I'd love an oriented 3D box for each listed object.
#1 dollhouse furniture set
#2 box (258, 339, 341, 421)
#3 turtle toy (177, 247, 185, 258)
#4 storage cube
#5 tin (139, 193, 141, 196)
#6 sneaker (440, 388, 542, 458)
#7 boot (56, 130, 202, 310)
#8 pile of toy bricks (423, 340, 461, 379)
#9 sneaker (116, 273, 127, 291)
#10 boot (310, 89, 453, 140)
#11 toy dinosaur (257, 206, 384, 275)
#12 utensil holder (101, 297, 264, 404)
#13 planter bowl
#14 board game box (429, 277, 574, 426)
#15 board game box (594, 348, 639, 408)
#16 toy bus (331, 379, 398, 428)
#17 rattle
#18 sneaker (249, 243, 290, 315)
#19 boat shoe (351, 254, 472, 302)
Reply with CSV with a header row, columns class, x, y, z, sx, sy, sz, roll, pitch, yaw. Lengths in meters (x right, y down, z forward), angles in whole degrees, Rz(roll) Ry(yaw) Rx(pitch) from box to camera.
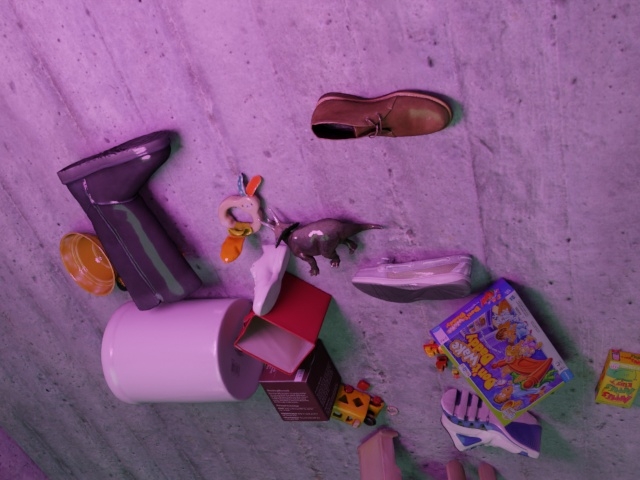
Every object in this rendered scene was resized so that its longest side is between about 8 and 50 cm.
class,x,y,z,sx,sy,sz,roll,pitch,yaw
dollhouse furniture set,0.347,0.834,2.264,0.394,0.256,0.362,15,138,-22
box,-0.059,0.442,2.046,0.167,0.168,0.203,-7,127,26
turtle toy,-0.449,0.052,1.914,0.095,0.066,0.130,48,131,-12
storage cube,-0.104,0.230,1.858,0.215,0.193,0.184,28,134,-6
tin,-0.596,-0.122,1.836,0.189,0.040,0.106,5,136,16
sneaker,0.507,0.580,2.004,0.315,0.127,0.182,21,138,12
boot,-0.444,-0.037,1.720,0.367,0.146,0.445,-11,113,33
pile of toy bricks,0.397,0.341,1.830,0.212,0.105,0.118,-10,126,28
sneaker,-0.587,0.100,1.998,0.084,0.083,0.215,30,135,-9
boot,0.126,-0.250,1.397,0.305,0.115,0.112,3,129,16
toy dinosaur,0.000,0.000,1.661,0.313,0.121,0.160,-3,146,27
utensil holder,-0.402,0.332,1.978,0.385,0.328,0.328,-6,128,21
planter bowl,-0.675,0.054,1.969,0.217,0.090,0.217,15,123,24
board game box,0.477,0.298,1.705,0.233,0.078,0.347,-38,114,5
board game box,0.805,0.373,1.749,0.092,0.043,0.181,8,132,14
toy bus,0.121,0.558,2.128,0.202,0.104,0.191,-16,123,31
rattle,-0.215,-0.061,1.681,0.130,0.143,0.200,40,139,4
sneaker,-0.155,0.103,1.757,0.094,0.212,0.080,10,148,14
boat shoe,0.235,0.092,1.687,0.320,0.103,0.118,-5,147,32
